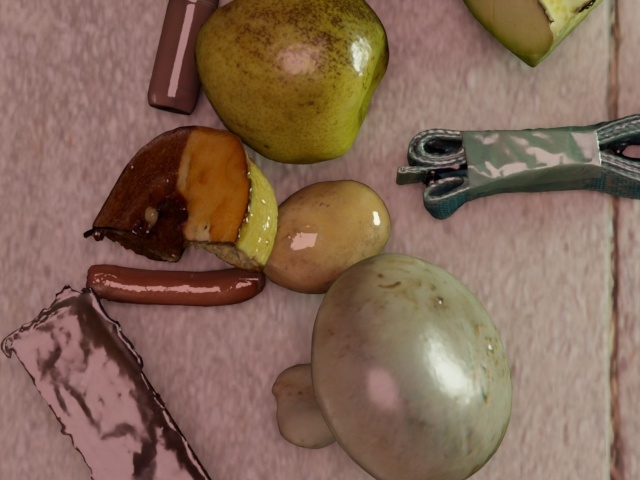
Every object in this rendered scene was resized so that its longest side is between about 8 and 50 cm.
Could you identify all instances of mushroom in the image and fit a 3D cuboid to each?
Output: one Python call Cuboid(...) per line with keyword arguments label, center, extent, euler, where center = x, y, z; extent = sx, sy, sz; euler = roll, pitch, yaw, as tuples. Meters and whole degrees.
Cuboid(label="mushroom", center=(0.063, 0.143, 1.821), extent=(0.244, 0.243, 0.243), euler=(0, 85, 1))

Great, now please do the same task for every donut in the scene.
Cuboid(label="donut", center=(-0.118, -0.035, 1.846), extent=(0.217, 0.085, 0.141), euler=(11, 72, 45))

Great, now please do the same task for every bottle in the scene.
Cuboid(label="bottle", center=(-0.142, -0.203, 1.914), extent=(0.053, 0.053, 0.140), euler=(11, 85, 2))

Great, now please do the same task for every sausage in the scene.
Cuboid(label="sausage", center=(-0.149, 0.046, 1.899), extent=(0.186, 0.043, 0.043), euler=(1, 85, 2))

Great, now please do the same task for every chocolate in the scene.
Cuboid(label="chocolate", center=(-0.188, 0.197, 1.853), extent=(0.112, 0.112, 0.321), euler=(-34, 86, 0))

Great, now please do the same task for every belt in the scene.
Cuboid(label="belt", center=(0.228, -0.077, 1.885), extent=(0.302, 0.072, 0.087), euler=(-5, 83, 1))

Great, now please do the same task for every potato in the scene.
Cuboid(label="potato", center=(0.003, -0.001, 1.871), extent=(0.147, 0.112, 0.112), euler=(-28, 85, -8))

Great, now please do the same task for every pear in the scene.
Cuboid(label="pear", center=(-0.032, -0.178, 1.844), extent=(0.197, 0.197, 0.197), euler=(0, 85, 1))

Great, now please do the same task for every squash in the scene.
Cuboid(label="squash", center=(0.164, -0.298, 1.888), extent=(0.252, 0.169, 0.093), euler=(43, 131, 4))
